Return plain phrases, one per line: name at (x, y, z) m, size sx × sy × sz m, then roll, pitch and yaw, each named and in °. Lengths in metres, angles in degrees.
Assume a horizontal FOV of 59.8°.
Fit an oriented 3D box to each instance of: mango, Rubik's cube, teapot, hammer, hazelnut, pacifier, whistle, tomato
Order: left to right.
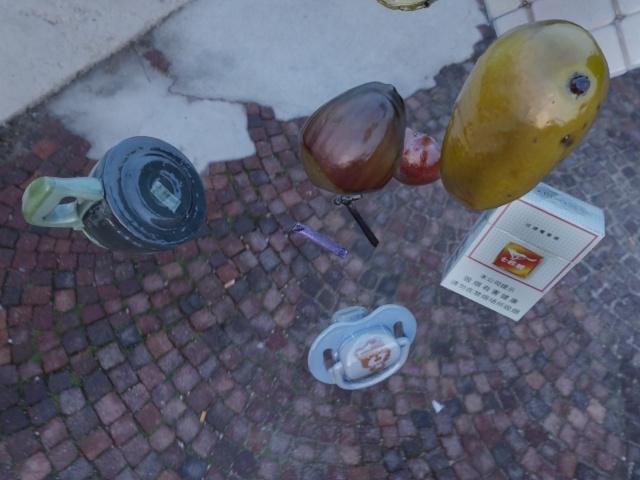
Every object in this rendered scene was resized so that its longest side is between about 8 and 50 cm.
teapot at (-0.422, -0.055, 1.157) m, size 0.239 × 0.240 × 0.321 m, roll 61°, pitch 38°, yaw -11°
whistle at (0.000, 0.000, 1.565) m, size 0.177 × 0.033 × 0.033 m, roll 31°, pitch 61°, yaw -11°
hazelnut at (0.055, -0.173, 0.960) m, size 0.186 × 0.210 × 0.210 m, roll -2°, pitch 61°, yaw 21°
pacifier at (0.088, 0.235, 1.351) m, size 0.279 × 0.227 × 0.207 m, roll -18°, pitch 40°, yaw -13°
hammer at (0.095, -0.041, 1.242) m, size 0.065 × 0.178 × 0.021 m, roll -19°, pitch 39°, yaw 21°
tomato at (0.291, -0.242, 1.757) m, size 0.112 × 0.199 × 0.228 m, roll -54°, pitch 126°, yaw -21°
mango at (0.182, -0.111, 0.534) m, size 0.110 × 0.227 × 0.147 m, roll 7°, pitch 66°, yaw -9°
Rubik's cube at (0.590, -0.510, 1.265) m, size 0.322 × 0.319 × 0.315 m, roll -26°, pitch 99°, yaw -54°

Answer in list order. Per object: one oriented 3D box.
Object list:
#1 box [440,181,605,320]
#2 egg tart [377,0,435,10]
box at (0.441, 0.022, 1.255) m, size 0.210 × 0.330 × 0.095 m, roll 26°, pitch 45°, yaw 1°
egg tart at (0.248, -0.759, 1.556) m, size 0.241 × 0.106 × 0.240 m, roll -2°, pitch 76°, yaw 8°
